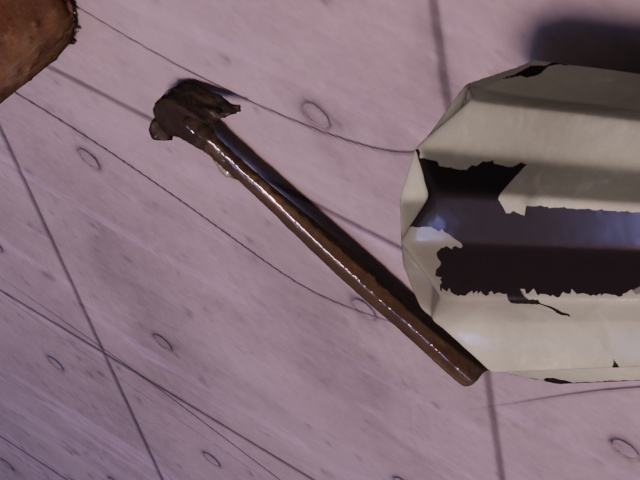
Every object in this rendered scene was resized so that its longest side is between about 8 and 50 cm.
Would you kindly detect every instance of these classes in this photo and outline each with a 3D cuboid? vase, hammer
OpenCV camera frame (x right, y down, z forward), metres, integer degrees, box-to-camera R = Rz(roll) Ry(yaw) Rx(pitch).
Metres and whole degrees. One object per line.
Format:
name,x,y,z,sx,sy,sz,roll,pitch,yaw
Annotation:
vase,0.199,-0.002,0.804,0.360,0.165,0.165,4,138,49
hammer,0.000,-0.001,1.248,0.297,0.027,0.125,43,161,-4

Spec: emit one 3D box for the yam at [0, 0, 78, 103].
yam,-0.291,-0.111,1.237,0.128,0.238,0.129,36,155,22
